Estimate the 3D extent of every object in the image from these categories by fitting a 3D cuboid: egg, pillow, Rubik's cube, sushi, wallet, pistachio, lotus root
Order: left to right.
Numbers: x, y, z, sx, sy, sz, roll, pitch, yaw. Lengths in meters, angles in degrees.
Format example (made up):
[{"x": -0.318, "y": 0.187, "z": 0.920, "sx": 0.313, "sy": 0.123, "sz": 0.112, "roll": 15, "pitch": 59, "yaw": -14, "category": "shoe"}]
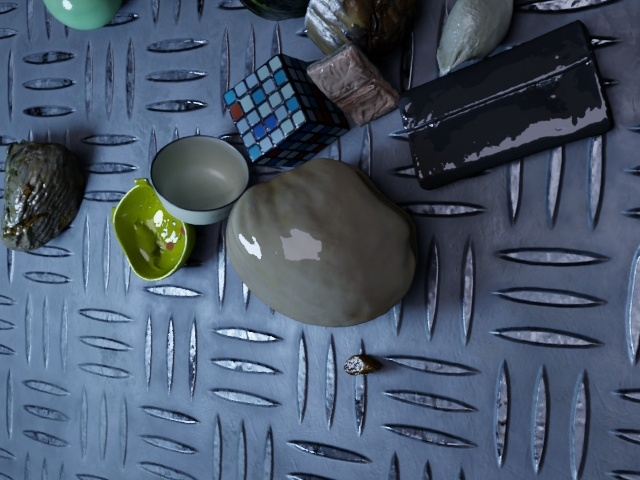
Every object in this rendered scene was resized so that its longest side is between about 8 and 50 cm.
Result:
[{"x": -0.641, "y": -0.698, "z": 2.018, "sx": 0.221, "sy": 0.220, "sz": 0.269, "roll": -21, "pitch": 73, "yaw": 30, "category": "egg"}, {"x": -0.077, "y": -0.289, "z": 1.721, "sx": 0.184, "sy": 0.182, "sz": 0.187, "roll": -30, "pitch": 76, "yaw": 28, "category": "Rubik's cube"}, {"x": 0.000, "y": 0.000, "z": 1.650, "sx": 0.446, "sy": 0.281, "sz": 0.365, "roll": 17, "pitch": 92, "yaw": 15, "category": "pistachio"}, {"x": 0.077, "y": -0.325, "z": 1.608, "sx": 0.126, "sy": 0.232, "sz": 0.043, "roll": -22, "pitch": 56, "yaw": 25, "category": "pillow"}, {"x": 0.094, "y": 0.285, "z": 1.721, "sx": 0.099, "sy": 0.047, "sz": 0.050, "roll": -3, "pitch": 79, "yaw": 47, "category": "sushi"}, {"x": 0.098, "y": -0.493, "z": 1.587, "sx": 0.192, "sy": 0.272, "sz": 0.272, "roll": 47, "pitch": 114, "yaw": 11, "category": "lotus root"}, {"x": 0.362, "y": -0.265, "z": 1.529, "sx": 0.406, "sy": 0.062, "sz": 0.228, "roll": -18, "pitch": 83, "yaw": 30, "category": "wallet"}]

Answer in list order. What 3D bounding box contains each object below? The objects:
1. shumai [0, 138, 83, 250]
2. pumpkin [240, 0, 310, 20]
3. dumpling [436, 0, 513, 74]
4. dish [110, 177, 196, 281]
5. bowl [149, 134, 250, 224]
[{"x": -0.855, "y": -0.165, "z": 2.168, "sx": 0.283, "sy": 0.217, "sz": 0.346, "roll": 41, "pitch": 114, "yaw": 22, "category": "shumai"}, {"x": -0.071, "y": -0.635, "z": 1.632, "sx": 0.323, "sy": 0.242, "sz": 0.323, "roll": -165, "pitch": 90, "yaw": -74, "category": "pumpkin"}, {"x": 0.304, "y": -0.437, "z": 1.530, "sx": 0.166, "sy": 0.126, "sz": 0.215, "roll": -132, "pitch": 55, "yaw": -62, "category": "dumpling"}, {"x": -0.420, "y": -0.027, "z": 1.977, "sx": 0.221, "sy": 0.108, "sz": 0.262, "roll": -45, "pitch": 72, "yaw": 24, "category": "dish"}, {"x": -0.296, "y": -0.131, "z": 1.854, "sx": 0.238, "sy": 0.238, "sz": 0.126, "roll": 46, "pitch": 150, "yaw": 21, "category": "bowl"}]
